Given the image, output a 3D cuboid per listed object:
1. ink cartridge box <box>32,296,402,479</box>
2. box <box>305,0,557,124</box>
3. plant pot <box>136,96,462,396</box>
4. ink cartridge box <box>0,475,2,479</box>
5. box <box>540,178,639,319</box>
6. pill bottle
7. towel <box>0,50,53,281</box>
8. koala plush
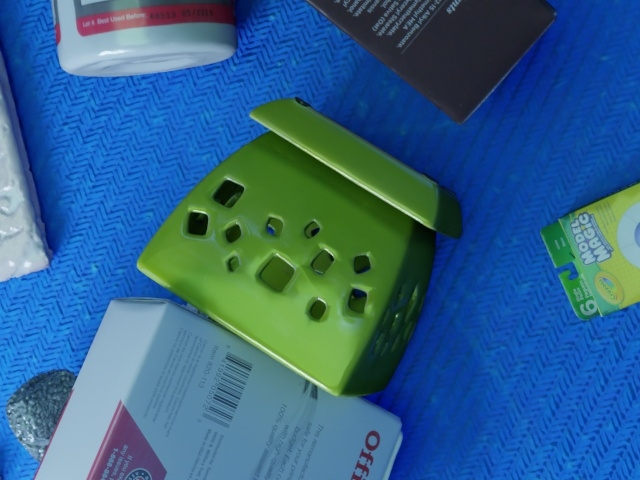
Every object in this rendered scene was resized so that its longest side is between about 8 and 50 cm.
[{"bbox_3d":[-0.090,0.201,1.346,0.283,0.117,0.207,30,74,-29],"label":"ink cartridge box"},{"bbox_3d":[0.011,-0.285,1.293,0.381,0.191,0.143,35,104,-17],"label":"box"},{"bbox_3d":[0.000,0.000,1.372,0.227,0.228,0.207,32,94,12],"label":"plant pot"},{"bbox_3d":[-0.412,0.280,1.580,0.122,0.052,0.088,14,96,13],"label":"ink cartridge box"},{"bbox_3d":[0.303,-0.002,1.379,0.179,0.043,0.105,-25,85,16],"label":"box"},{"bbox_3d":[-0.182,-0.326,1.426,0.176,0.176,0.318,-6,91,15],"label":"pill bottle"},{"bbox_3d":[-0.474,-0.085,1.547,0.332,0.053,0.317,-13,92,6],"label":"towel"},{"bbox_3d":[-0.168,0.175,1.466,0.221,0.203,0.196,-32,93,-7],"label":"koala plush"}]
